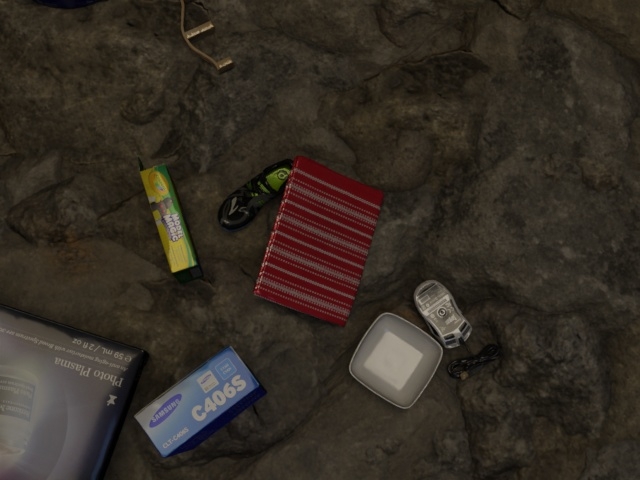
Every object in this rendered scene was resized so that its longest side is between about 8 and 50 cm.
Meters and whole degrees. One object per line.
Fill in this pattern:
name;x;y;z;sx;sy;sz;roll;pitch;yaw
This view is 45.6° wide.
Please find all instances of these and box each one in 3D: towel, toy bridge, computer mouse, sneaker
towel;0.000;0.000;1.399;0.198;0.031;0.275;22;78;-22
toy bridge;-0.240;-0.411;1.504;0.063;0.026;0.188;-28;81;-7
computer mouse;0.241;0.157;1.404;0.106;0.042;0.193;-33;87;-5
sneaker;-0.118;-0.092;1.416;0.188;0.078;0.067;-40;82;-10

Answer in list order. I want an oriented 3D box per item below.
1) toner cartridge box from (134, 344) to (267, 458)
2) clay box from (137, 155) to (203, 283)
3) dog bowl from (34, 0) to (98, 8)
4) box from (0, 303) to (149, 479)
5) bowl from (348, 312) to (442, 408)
toner cartridge box;-0.174;0.256;1.202;0.165;0.348;0.075;-37;81;-10
clay box;-0.270;-0.041;1.372;0.053;0.127;0.222;-17;80;-7
dog bowl;-0.505;-0.596;1.489;0.264;0.104;0.265;1;78;-3
box;-0.472;0.277;1.250;0.296;0.183;0.294;19;79;-7
bowl;0.133;0.216;1.378;0.142;0.053;0.142;33;79;4
